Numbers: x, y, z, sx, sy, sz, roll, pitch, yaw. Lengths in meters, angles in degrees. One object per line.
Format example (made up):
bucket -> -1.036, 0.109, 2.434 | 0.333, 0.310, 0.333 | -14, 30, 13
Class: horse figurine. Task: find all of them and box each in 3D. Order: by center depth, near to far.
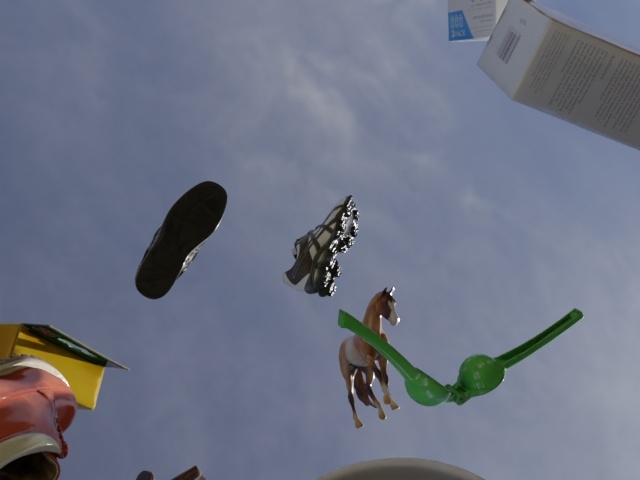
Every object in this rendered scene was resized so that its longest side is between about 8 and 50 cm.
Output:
horse figurine -> 0.078, 0.202, 1.394 | 0.066, 0.263, 0.174 | -8, -112, -14

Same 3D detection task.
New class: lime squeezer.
lime squeezer -> 0.155, 0.129, 0.960 | 0.310, 0.059, 0.110 | 1, -93, -22

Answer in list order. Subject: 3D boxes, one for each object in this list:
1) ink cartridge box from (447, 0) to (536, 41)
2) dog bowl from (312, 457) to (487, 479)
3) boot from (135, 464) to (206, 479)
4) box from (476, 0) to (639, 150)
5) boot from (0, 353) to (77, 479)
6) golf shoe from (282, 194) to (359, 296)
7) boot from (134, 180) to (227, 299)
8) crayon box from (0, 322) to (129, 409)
ink cartridge box -> 0.201, -0.333, 1.018 | 0.061, 0.181, 0.104 | -7, -169, -23
dog bowl -> 0.063, 0.316, 0.724 | 0.265, 0.104, 0.265 | -8, -149, 5
boot -> -0.226, 0.368, 1.313 | 0.114, 0.106, 0.037 | -18, -130, -36
box -> 0.277, -0.183, 0.924 | 0.170, 0.091, 0.130 | 17, -157, -16
boot -> -0.161, 0.103, 0.452 | 0.084, 0.059, 0.158 | 33, 178, 15
golf shoe -> 0.000, 0.000, 1.399 | 0.094, 0.077, 0.198 | 5, -131, 26
boot -> -0.264, 0.002, 1.561 | 0.085, 0.178, 0.236 | 34, -103, -10
crayon box -> -0.490, 0.198, 1.345 | 0.202, 0.318, 0.081 | 45, -132, -51
